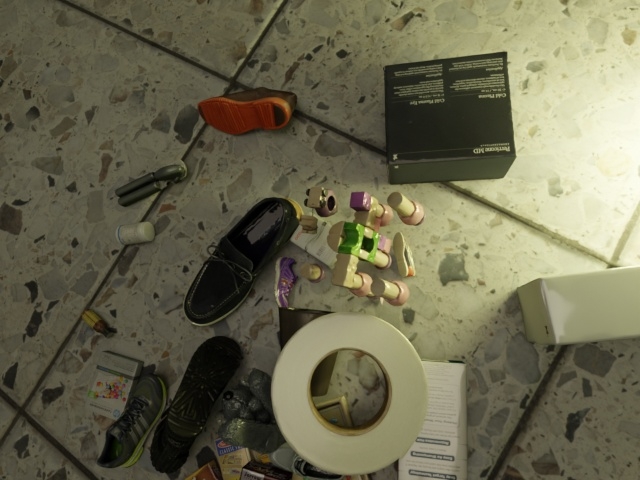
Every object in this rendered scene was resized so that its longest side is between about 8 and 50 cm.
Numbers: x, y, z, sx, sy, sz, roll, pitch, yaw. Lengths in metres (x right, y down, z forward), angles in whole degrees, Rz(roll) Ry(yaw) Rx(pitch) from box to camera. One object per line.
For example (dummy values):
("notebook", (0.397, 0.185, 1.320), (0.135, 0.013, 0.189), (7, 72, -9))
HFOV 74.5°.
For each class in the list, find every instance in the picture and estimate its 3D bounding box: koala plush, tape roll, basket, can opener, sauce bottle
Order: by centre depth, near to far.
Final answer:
("tape roll", (0.072, 0.374, 1.058), (0.392, 0.072, 0.391), (0, 78, 2))
("koala plush", (-0.200, 0.472, 1.170), (0.221, 0.203, 0.196), (-4, 49, 48))
("basket", (-0.034, 0.313, 1.199), (0.205, 0.154, 0.226), (6, 83, 7))
("sauce bottle", (-0.747, 0.281, 1.410), (0.128, 0.042, 0.042), (36, 88, 17))
("can opener", (-0.591, -0.205, 1.457), (0.280, 0.093, 0.074), (-24, 76, 11))

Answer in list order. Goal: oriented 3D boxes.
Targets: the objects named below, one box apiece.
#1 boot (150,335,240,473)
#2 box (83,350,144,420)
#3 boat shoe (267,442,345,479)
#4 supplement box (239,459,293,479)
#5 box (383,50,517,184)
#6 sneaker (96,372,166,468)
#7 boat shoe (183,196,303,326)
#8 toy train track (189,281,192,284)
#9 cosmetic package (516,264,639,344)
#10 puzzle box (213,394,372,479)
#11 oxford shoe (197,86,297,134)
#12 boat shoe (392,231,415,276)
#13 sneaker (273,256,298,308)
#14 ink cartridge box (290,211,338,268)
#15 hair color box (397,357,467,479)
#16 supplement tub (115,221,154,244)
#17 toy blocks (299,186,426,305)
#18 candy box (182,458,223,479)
("boot", (-0.371, 0.471, 1.237), (0.131, 0.348, 0.260), (28, 128, -1))
("box", (-0.666, 0.466, 1.357), (0.145, 0.038, 0.186), (12, 82, 14))
("boat shoe", (-0.038, 0.586, 1.120), (0.228, 0.081, 0.079), (5, 79, 13))
("supplement box", (-0.166, 0.736, 1.122), (0.130, 0.073, 0.239), (9, 80, 14))
("box", (0.363, -0.344, 1.231), (0.344, 0.179, 0.312), (-1, 77, 12))
("sneaker", (-0.568, 0.551, 1.274), (0.111, 0.121, 0.299), (18, 83, 15))
("boat shoe", (-0.253, 0.056, 1.294), (0.187, 0.156, 0.500), (43, 90, 15))
("toy train track", (-0.396, 0.157, 1.375), (0.083, 0.014, 0.048), (24, 84, 15))
("cosmetic package", (0.754, 0.150, 1.021), (0.454, 0.230, 0.161), (-9, 76, 9))
("puzzle box", (-0.079, 0.634, 1.189), (0.409, 0.052, 0.272), (-22, 74, 7))
("oxford shoe", (-0.248, -0.450, 1.434), (0.364, 0.130, 0.132), (8, 48, 20))
("boat shoe", (0.250, 0.042, 1.247), (0.043, 0.049, 0.137), (1, 72, -31))
("sneaker", (-0.104, 0.131, 1.292), (0.071, 0.068, 0.169), (-1, 78, 6))
("ink cartridge box", (0.000, 0.000, 1.297), (0.150, 0.063, 0.109), (33, 86, 16))
("hair color box", (0.293, 0.493, 1.110), (0.174, 0.105, 0.347), (1, 78, 13))
("supplement tub", (-0.631, -0.024, 1.433), (0.107, 0.071, 0.071), (-7, 77, 9))
("toy blocks", (0.128, 0.021, 1.176), (0.309, 0.260, 0.288), (7, 80, 35))
("candy box", (-0.365, 0.742, 1.228), (0.187, 0.053, 0.109), (-35, 73, 2))
